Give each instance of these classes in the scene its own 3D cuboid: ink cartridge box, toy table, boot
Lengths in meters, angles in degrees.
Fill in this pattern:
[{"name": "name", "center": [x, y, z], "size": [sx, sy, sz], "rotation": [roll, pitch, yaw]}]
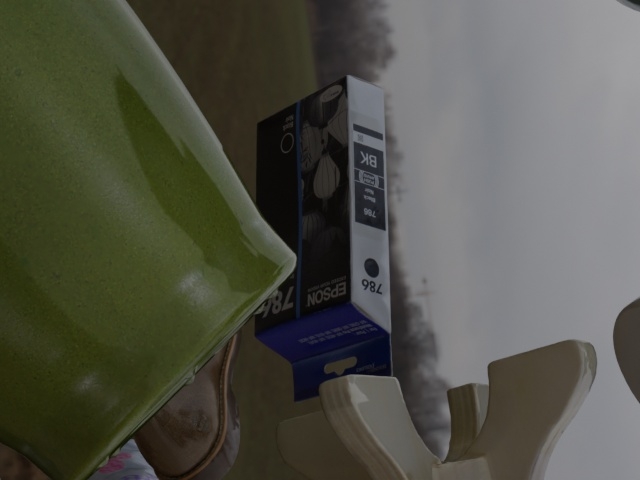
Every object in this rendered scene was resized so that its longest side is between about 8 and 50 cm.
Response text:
[{"name": "ink cartridge box", "center": [0.000, 0.000, 1.493], "size": [0.065, 0.165, 0.332], "rotation": [15, 64, -39]}, {"name": "toy table", "center": [0.085, 0.178, 0.956], "size": [0.252, 0.274, 0.160], "rotation": [26, 49, -66]}, {"name": "boot", "center": [-0.146, 0.096, 1.274], "size": [0.115, 0.112, 0.305], "rotation": [50, 12, -31]}]

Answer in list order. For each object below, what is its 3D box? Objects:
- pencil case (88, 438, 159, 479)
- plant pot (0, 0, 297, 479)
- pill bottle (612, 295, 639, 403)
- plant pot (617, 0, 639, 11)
[{"name": "pencil case", "center": [-0.193, 0.287, 1.379], "size": [0.273, 0.124, 0.113], "rotation": [-142, -148, -78]}, {"name": "plant pot", "center": [-0.217, -0.023, 0.983], "size": [0.353, 0.366, 0.366], "rotation": [45, 0, 2]}, {"name": "pill bottle", "center": [0.411, 0.033, 1.124], "size": [0.188, 0.334, 0.188], "rotation": [46, -26, 30]}, {"name": "plant pot", "center": [0.362, -0.246, 0.966], "size": [0.334, 0.341, 0.341], "rotation": [31, 36, -35]}]
